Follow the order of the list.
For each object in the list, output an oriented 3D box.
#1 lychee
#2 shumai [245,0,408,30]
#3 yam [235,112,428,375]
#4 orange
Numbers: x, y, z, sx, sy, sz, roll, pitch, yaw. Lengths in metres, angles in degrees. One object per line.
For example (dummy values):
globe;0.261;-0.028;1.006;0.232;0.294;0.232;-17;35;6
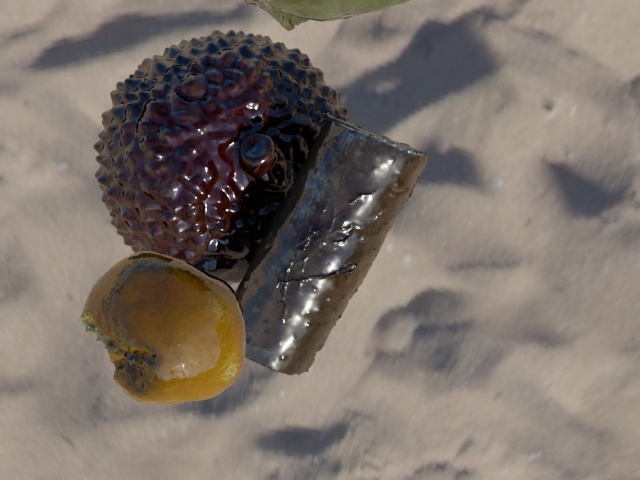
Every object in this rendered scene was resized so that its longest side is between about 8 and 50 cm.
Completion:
lychee;-0.109;-0.093;1.999;0.306;0.330;0.306;-3;98;-22
shumai;-0.004;-0.225;0.809;0.256;0.218;0.189;45;81;-17
yam;0.002;0.001;1.857;0.131;0.131;0.279;30;103;6
orange;-0.079;0.046;0.882;0.086;0.062;0.086;7;110;21
